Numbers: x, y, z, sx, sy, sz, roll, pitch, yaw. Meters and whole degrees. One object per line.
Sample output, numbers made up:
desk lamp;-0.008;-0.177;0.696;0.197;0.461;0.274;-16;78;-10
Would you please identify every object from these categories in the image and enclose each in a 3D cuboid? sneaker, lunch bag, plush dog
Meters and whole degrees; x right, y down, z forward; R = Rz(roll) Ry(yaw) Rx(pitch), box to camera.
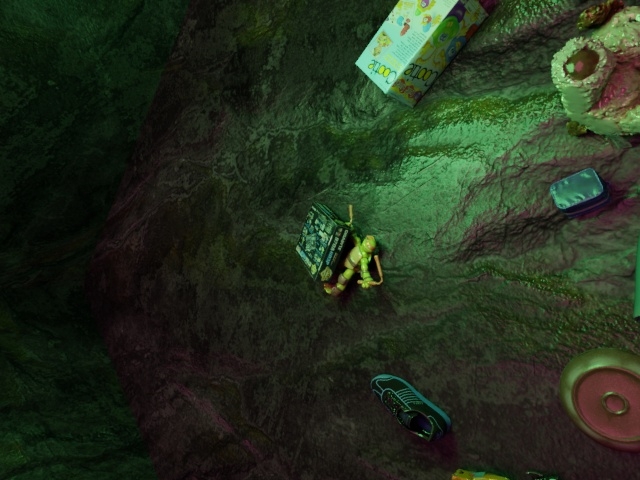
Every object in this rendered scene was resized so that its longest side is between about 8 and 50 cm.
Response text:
sneaker;0.213;0.423;1.058;0.232;0.091;0.081;22;102;38
lunch bag;0.528;-0.095;0.833;0.099;0.065;0.067;-26;56;38
plush dog;0.564;-0.320;0.767;0.263;0.210;0.225;27;92;9

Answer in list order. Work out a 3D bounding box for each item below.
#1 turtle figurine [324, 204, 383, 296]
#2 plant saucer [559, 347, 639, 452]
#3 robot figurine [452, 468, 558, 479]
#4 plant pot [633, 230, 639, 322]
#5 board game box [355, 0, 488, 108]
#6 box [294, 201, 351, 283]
turtle figurine;0.091;0.049;1.183;0.217;0.087;0.269;-46;49;34
plant saucer;0.570;0.310;0.798;0.199;0.036;0.198;-3;86;40
robot figurine;0.428;0.599;0.872;0.291;0.085;0.210;-9;83;40
plant pot;0.633;0.005;0.607;0.293;0.293;0.234;-6;71;40
board game box;0.248;-0.501;1.037;0.275;0.142;0.144;-49;59;27
box;0.000;0.000;1.226;0.175;0.051;0.220;-69;25;14
